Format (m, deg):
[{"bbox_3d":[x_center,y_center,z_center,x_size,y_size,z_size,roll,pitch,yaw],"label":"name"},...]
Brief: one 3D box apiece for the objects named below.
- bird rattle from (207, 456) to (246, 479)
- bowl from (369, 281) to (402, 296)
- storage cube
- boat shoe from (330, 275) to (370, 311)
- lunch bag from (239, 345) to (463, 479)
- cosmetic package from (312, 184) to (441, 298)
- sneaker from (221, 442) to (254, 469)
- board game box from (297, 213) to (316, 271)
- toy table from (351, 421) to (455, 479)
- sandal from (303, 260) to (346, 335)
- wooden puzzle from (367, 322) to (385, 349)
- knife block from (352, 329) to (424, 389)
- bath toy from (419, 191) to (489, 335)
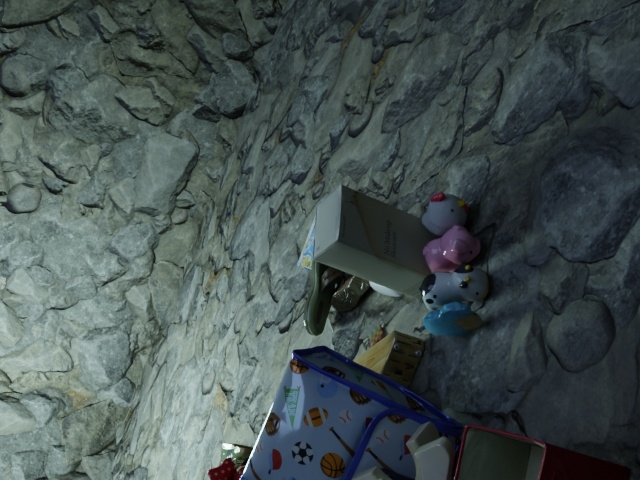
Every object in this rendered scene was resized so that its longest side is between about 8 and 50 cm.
[{"bbox_3d":[-0.225,0.709,2.087,0.143,0.207,0.254,-13,96,19],"label":"bird rattle"},{"bbox_3d":[0.180,0.069,1.960,0.142,0.053,0.142,6,75,63],"label":"bowl"},{"bbox_3d":[0.345,0.417,1.219,0.215,0.193,0.184,-9,63,62],"label":"storage cube"},{"bbox_3d":[0.092,0.135,2.083,0.178,0.064,0.060,-49,-2,43],"label":"boat shoe"},{"bbox_3d":[0.070,0.447,1.598,0.385,0.239,0.328,26,97,20],"label":"lunch bag"},{"bbox_3d":[0.142,0.008,1.780,0.113,0.309,0.160,-37,41,47],"label":"cosmetic package"},{"bbox_3d":[-0.259,0.680,2.353,0.192,0.064,0.086,-17,64,59],"label":"sneaker"},{"bbox_3d":[0.000,0.000,2.377,0.136,0.035,0.201,16,85,64],"label":"board game box"},{"bbox_3d":[0.182,0.459,1.371,0.252,0.161,0.274,-37,-3,30],"label":"toy table"},{"bbox_3d":[0.029,0.128,2.170,0.086,0.120,0.303,-1,70,34],"label":"sandal"},{"bbox_3d":[0.144,0.246,1.948,0.083,0.006,0.049,-56,29,26],"label":"wooden puzzle"},{"bbox_3d":[0.116,0.329,1.847,0.242,0.088,0.276,25,94,64],"label":"knife block"},{"bbox_3d":[0.290,0.033,1.683,0.151,0.129,0.348,-6,54,13],"label":"bath toy"}]
